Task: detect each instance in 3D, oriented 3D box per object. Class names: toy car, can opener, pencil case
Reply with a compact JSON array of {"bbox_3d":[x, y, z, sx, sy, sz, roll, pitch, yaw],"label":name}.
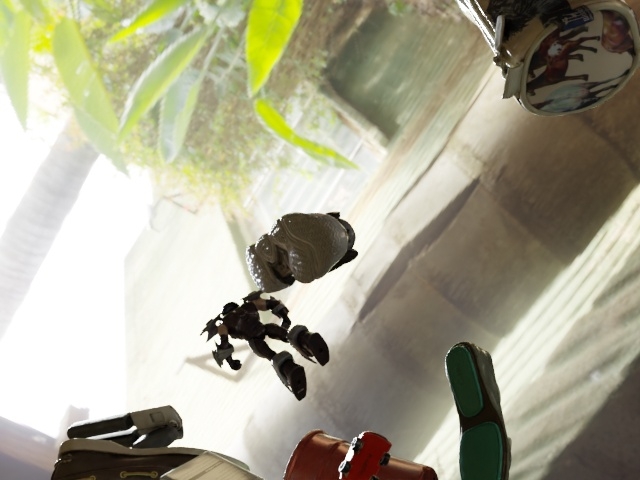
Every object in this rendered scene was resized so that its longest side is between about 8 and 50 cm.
[{"bbox_3d":[0.009,0.420,1.202,0.224,0.239,0.053,-6,-173,0],"label":"toy car"},{"bbox_3d":[-0.396,0.387,1.499,0.076,0.283,0.095,70,-156,-10],"label":"can opener"},{"bbox_3d":[0.246,-0.347,1.014,0.183,0.160,0.410,-6,-131,-21],"label":"pencil case"}]

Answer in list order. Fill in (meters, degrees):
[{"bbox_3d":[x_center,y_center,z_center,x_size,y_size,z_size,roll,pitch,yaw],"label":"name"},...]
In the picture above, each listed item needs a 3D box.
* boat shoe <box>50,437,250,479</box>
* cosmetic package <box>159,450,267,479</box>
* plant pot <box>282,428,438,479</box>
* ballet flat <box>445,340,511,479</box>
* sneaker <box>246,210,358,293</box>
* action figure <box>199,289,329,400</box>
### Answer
[{"bbox_3d":[-0.283,0.401,1.259,0.324,0.117,0.097,6,-133,-2],"label":"boat shoe"},{"bbox_3d":[-0.134,0.470,1.108,0.224,0.224,0.138,20,-171,21],"label":"cosmetic package"},{"bbox_3d":[0.092,0.545,1.556,0.264,0.273,0.272,2,177,27],"label":"plant pot"},{"bbox_3d":[0.203,0.225,0.924,0.068,0.072,0.213,23,-132,-36],"label":"ballet flat"},{"bbox_3d":[0.000,0.000,1.115,0.268,0.153,0.101,-26,87,60],"label":"sneaker"},{"bbox_3d":[-0.113,0.188,1.460,0.285,0.185,0.099,26,151,44],"label":"action figure"}]
